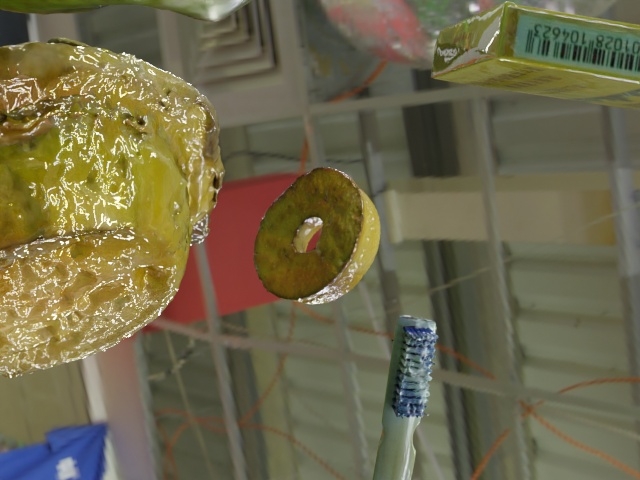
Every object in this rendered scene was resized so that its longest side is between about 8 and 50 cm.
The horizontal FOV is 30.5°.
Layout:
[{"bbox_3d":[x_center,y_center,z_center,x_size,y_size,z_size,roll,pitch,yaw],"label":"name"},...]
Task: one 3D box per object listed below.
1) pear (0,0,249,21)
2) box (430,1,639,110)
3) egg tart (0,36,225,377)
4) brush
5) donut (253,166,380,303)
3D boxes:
[{"bbox_3d":[-0.134,-0.190,0.518,0.255,0.238,0.164,53,6,-10],"label":"pear"},{"bbox_3d":[0.225,-0.107,0.762,0.153,0.279,0.041,-160,-102,-80],"label":"box"},{"bbox_3d":[-0.177,-0.002,0.715,0.118,0.288,0.288,63,-36,26],"label":"egg tart"},{"bbox_3d":[0.065,0.144,0.907,0.030,0.033,0.179,-136,-130,-62],"label":"brush"},{"bbox_3d":[0.000,0.000,1.249,0.152,0.058,0.152,-17,-118,33],"label":"donut"}]
